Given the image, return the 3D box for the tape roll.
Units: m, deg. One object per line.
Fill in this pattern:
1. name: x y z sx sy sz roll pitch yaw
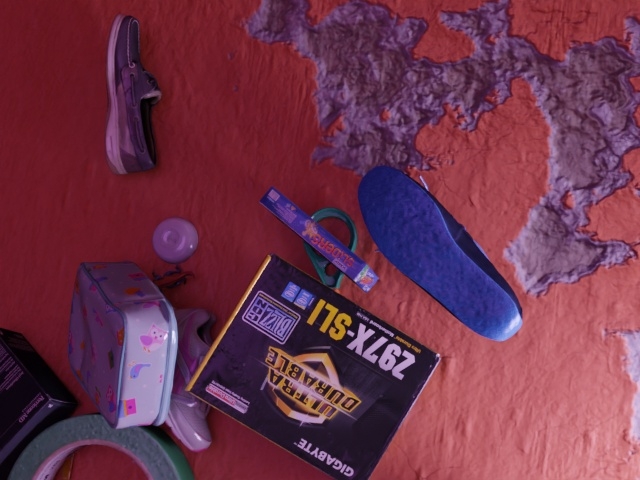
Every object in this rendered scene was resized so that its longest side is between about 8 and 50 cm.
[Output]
1. tape roll: -0.364 0.448 1.653 0.321 0.077 0.321 -1 82 10

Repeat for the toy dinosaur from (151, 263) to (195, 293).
1. toy dinosaur: -0.274 0.067 1.709 0.082 0.090 0.047 -21 86 -37

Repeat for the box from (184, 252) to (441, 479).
1. box: -0.011 0.207 1.583 0.322 0.079 0.257 32 86 -3

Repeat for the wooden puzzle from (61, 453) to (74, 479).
1. wooden puzzle: -0.477 0.366 1.730 0.116 0.014 0.078 15 84 14

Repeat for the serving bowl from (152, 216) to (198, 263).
1. serving bowl: -0.257 -0.002 1.738 0.083 0.027 0.083 -2 81 11

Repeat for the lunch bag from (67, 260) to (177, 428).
1. lunch bag: -0.322 0.166 1.604 0.108 0.279 0.224 -3 110 -28

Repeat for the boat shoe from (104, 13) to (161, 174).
1. boat shoe: -0.326 -0.258 1.762 0.092 0.103 0.285 0 84 7

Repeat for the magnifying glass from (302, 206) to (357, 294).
1. magnifying glass: 0.018 0.058 1.675 0.092 0.026 0.231 -3 78 11

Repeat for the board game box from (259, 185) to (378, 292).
1. board game box: 0.000 0.000 1.607 0.201 0.136 0.035 40 89 16

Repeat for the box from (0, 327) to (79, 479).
1. box: -0.576 0.306 1.710 0.261 0.103 0.184 -46 67 2

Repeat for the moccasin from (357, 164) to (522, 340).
1. moccasin: 0.185 0.027 1.602 0.138 0.117 0.342 -40 80 16

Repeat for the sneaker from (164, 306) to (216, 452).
1. sneaker: -0.208 0.221 1.652 0.111 0.103 0.252 -14 79 11
